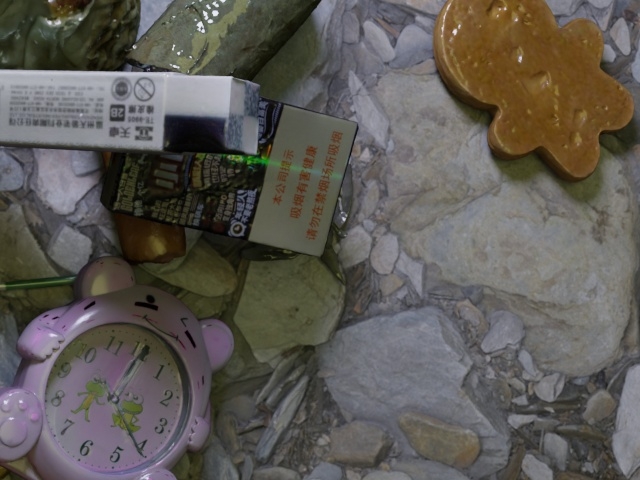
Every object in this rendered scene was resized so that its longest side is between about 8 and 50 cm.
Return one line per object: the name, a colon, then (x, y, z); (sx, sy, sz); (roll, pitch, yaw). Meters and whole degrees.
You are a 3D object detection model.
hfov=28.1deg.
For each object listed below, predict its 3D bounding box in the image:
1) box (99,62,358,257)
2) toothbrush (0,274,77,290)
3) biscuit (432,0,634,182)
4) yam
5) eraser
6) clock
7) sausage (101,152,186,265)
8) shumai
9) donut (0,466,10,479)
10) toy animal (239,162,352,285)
box: (-0.121, -0.106, 1.727); (0.310, 0.084, 0.198); (13, 98, -23)
toothbrush: (-0.418, 0.062, 1.780); (0.257, 0.018, 0.024); (-7, 90, -17)
biscuit: (0.329, -0.258, 2.018); (0.355, 0.052, 0.275); (37, 76, -10)
yam: (-0.123, -0.320, 1.818); (0.168, 0.168, 0.304); (41, 82, -10)
eraser: (-0.278, -0.161, 1.593); (0.404, 0.096, 0.098); (4, 91, 20)
clock: (-0.282, 0.206, 1.744); (0.296, 0.113, 0.322); (34, 70, -19)
sausage: (-0.252, -0.098, 1.795); (0.109, 0.109, 0.270); (-11, 93, -18)
shumai: (-0.353, -0.311, 1.734); (0.256, 0.218, 0.189); (-38, 88, -17)
donut: (-0.454, 0.279, 1.741); (0.097, 0.043, 0.108); (-4, 91, -17)
toy animal: (0.000, 0.000, 1.875); (0.219, 0.095, 0.155); (-32, 91, -16)
